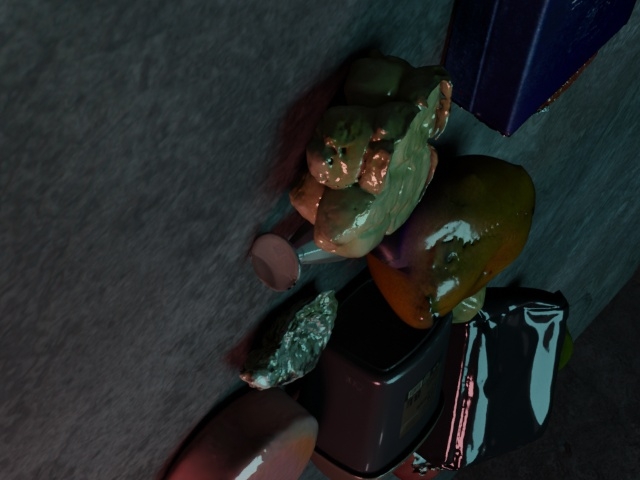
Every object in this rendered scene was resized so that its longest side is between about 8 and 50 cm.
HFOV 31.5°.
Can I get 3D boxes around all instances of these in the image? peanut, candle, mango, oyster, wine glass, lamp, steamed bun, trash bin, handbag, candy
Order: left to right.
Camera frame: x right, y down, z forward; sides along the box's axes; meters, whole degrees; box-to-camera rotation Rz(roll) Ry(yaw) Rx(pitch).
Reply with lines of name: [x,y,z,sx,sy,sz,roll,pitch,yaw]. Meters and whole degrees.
candy: [-0.109,0.305,1.463,0.255,0.094,0.255,-44,159,-21]
oyster: [-0.036,0.126,1.368,0.177,0.064,0.125,-44,156,-27]
wine glass: [0.000,0.000,1.203,0.155,0.073,0.073,-27,149,-51]
steamed bun: [0.038,-0.081,1.103,0.192,0.106,0.177,-51,159,-31]
trash bin: [0.072,0.195,1.567,0.209,0.182,0.290,-41,152,-33]
lamp: [0.191,0.383,2.227,0.182,0.140,0.182,-11,118,-22]
peanut: [0.180,0.067,1.665,0.110,0.120,0.236,-16,176,16]
mango: [0.167,-0.014,1.439,0.287,0.153,0.201,-27,152,-50]
handbag: [0.278,0.215,1.955,0.275,0.178,0.301,-11,114,-41]
candle: [0.339,-0.225,1.616,0.162,0.048,0.053,-47,147,-16]

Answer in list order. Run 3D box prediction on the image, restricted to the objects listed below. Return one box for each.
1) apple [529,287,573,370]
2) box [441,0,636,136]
apple: [0.448,0.200,2.428,0.157,0.196,0.196,-37,165,17]
box: [0.264,-0.294,1.231,0.261,0.116,0.279,-41,156,-27]
